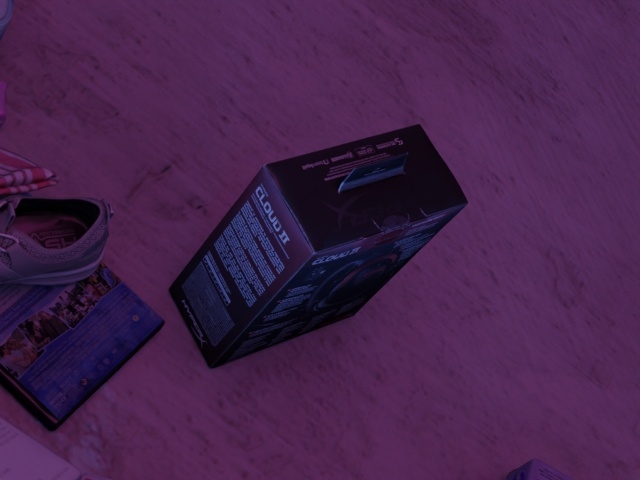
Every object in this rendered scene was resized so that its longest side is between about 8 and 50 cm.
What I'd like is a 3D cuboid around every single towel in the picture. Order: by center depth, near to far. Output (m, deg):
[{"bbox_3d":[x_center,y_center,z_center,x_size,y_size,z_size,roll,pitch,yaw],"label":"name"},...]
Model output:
[{"bbox_3d":[-0.378,-0.079,1.304,0.144,0.029,0.197,27,23,31],"label":"towel"}]

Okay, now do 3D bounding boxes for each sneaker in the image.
[{"bbox_3d":[-0.335,-0.005,1.269,0.281,0.115,0.105,-13,68,-35],"label":"sneaker"}]

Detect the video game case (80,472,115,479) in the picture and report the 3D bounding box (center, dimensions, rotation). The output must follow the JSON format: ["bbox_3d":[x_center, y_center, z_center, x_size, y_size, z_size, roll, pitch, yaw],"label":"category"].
[{"bbox_3d":[-0.102,0.316,1.172,0.285,0.025,0.204,16,28,-3],"label":"video game case"}]

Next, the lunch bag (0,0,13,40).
[{"bbox_3d":[-0.482,-0.292,1.408,0.279,0.108,0.224,2,62,-29],"label":"lunch bag"}]

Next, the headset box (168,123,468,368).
[{"bbox_3d":[0.000,0.000,1.376,0.218,0.293,0.110,-18,71,-37],"label":"headset box"}]

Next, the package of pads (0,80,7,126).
[{"bbox_3d":[-0.387,-0.157,1.424,0.083,0.032,0.050,10,53,-25],"label":"package of pads"}]

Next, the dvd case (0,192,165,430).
[{"bbox_3d":[-0.307,0.054,1.339,0.253,0.022,0.180,43,49,1],"label":"dvd case"}]

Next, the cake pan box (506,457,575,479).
[{"bbox_3d":[0.304,0.409,1.437,0.267,0.070,0.245,32,51,-9],"label":"cake pan box"}]

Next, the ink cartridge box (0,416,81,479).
[{"bbox_3d":[-0.418,0.165,1.062,0.385,0.091,0.308,31,11,4],"label":"ink cartridge box"}]
